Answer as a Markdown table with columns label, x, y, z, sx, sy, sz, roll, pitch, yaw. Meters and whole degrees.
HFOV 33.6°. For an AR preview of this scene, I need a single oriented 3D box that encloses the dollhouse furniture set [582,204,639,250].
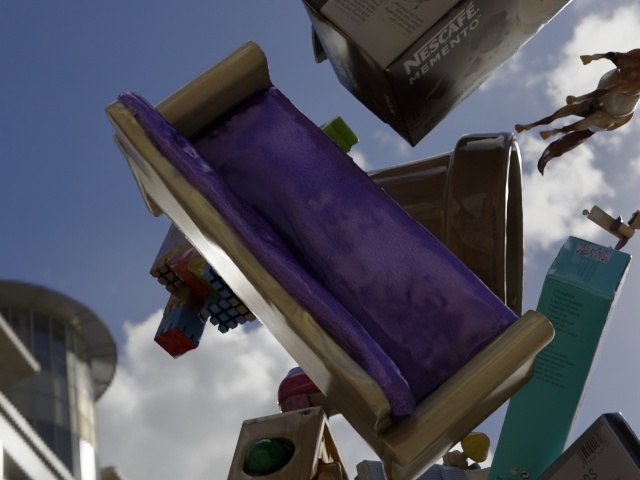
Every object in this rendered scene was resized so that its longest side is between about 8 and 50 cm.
| label | x | y | z | sx | sy | sz | roll | pitch | yaw |
| --- | --- | --- | --- | --- | --- | --- | --- | --- | --- |
| dollhouse furniture set | 0.422 | -0.001 | 1.610 | 0.081 | 0.114 | 0.091 | 35 | -19 | 5 |

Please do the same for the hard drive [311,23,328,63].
| label | x | y | z | sx | sy | sz | roll | pitch | yaw |
| --- | --- | --- | --- | --- | --- | --- | --- | --- | --- |
| hard drive | 0.094 | -0.294 | 1.305 | 0.172 | 0.254 | 0.054 | -27 | -84 | 31 |

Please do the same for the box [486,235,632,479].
| label | x | y | z | sx | sy | sz | roll | pitch | yaw |
| --- | --- | --- | --- | --- | --- | --- | --- | --- | --- |
| box | 0.214 | 0.127 | 0.966 | 0.060 | 0.100 | 0.244 | 19 | -62 | 18 |

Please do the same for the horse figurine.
| label | x | y | z | sx | sy | sz | roll | pitch | yaw |
| --- | --- | --- | --- | --- | --- | --- | --- | --- | --- |
| horse figurine | 0.357 | -0.177 | 1.333 | 0.174 | 0.066 | 0.263 | -14 | -20 | -22 |

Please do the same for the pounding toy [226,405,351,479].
| label | x | y | z | sx | sy | sz | roll | pitch | yaw |
| --- | --- | --- | --- | --- | --- | --- | --- | --- | --- |
| pounding toy | -0.013 | 0.201 | 0.822 | 0.100 | 0.130 | 0.141 | -13 | -63 | 14 |

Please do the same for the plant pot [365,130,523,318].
| label | x | y | z | sx | sy | sz | roll | pitch | yaw |
| --- | --- | --- | --- | --- | --- | --- | --- | --- | --- |
| plant pot | 0.091 | 0.019 | 1.112 | 0.229 | 0.263 | 0.263 | 0 | -41 | 14 |

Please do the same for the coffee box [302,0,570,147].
| label | x | y | z | sx | sy | sz | roll | pitch | yaw |
| --- | --- | --- | --- | --- | --- | --- | --- | --- | --- |
| coffee box | 0.143 | -0.253 | 1.004 | 0.297 | 0.119 | 0.168 | -42 | -24 | -4 |

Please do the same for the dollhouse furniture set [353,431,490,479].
| label | x | y | z | sx | sy | sz | roll | pitch | yaw |
| --- | --- | --- | --- | --- | --- | --- | --- | --- | --- |
| dollhouse furniture set | 0.144 | 0.334 | 1.226 | 0.286 | 0.303 | 0.198 | 14 | -43 | -31 |

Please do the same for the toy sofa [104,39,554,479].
| label | x | y | z | sx | sy | sz | roll | pitch | yaw |
| --- | --- | --- | --- | --- | --- | --- | --- | --- | --- |
| toy sofa | 0.000 | 0.000 | 0.821 | 0.150 | 0.362 | 0.177 | -37 | -26 | -14 |

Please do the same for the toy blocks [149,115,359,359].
| label | x | y | z | sx | sy | sz | roll | pitch | yaw |
| --- | --- | --- | --- | --- | --- | --- | --- | --- | --- |
| toy blocks | -0.109 | 0.013 | 1.507 | 0.381 | 0.261 | 0.191 | -28 | -62 | 29 |

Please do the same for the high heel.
| label | x | y | z | sx | sy | sz | roll | pitch | yaw |
| --- | --- | --- | --- | --- | --- | --- | --- | --- | --- |
| high heel | 0.090 | 0.219 | 1.785 | 0.377 | 0.181 | 0.127 | -21 | -54 | 15 |

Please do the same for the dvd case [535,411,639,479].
| label | x | y | z | sx | sy | sz | roll | pitch | yaw |
| --- | --- | --- | --- | --- | --- | --- | --- | --- | --- |
| dvd case | 0.248 | 0.286 | 0.851 | 0.029 | 0.239 | 0.179 | -1 | -42 | -36 |
